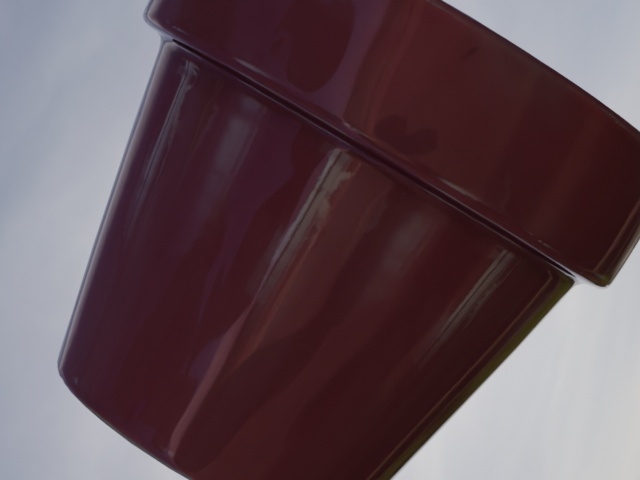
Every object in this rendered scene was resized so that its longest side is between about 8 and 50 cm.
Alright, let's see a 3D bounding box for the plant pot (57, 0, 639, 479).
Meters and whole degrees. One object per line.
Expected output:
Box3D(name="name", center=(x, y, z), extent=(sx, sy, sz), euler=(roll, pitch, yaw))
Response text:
Box3D(name="plant pot", center=(0.000, 0.000, 0.554), extent=(0.180, 0.201, 0.201), euler=(-59, -21, 3))
